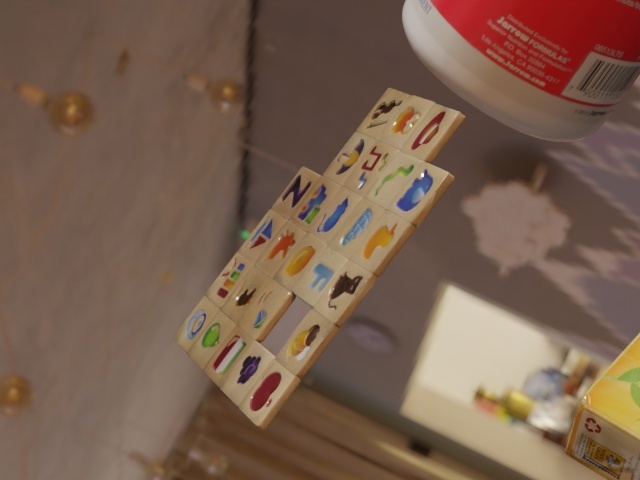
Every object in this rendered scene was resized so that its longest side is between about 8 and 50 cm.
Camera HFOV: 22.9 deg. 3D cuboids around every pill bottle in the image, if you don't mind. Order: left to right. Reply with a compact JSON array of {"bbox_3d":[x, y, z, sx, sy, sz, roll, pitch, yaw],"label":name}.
[{"bbox_3d":[0.265,-0.309,1.433,0.407,0.229,0.229,-57,-4,29],"label":"pill bottle"}]

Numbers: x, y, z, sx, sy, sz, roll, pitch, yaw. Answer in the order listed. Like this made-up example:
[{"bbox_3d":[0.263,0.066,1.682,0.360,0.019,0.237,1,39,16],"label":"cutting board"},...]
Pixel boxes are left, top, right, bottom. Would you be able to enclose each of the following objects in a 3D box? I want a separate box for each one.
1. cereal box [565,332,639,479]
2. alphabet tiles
[{"bbox_3d":[0.264,0.102,0.753,0.173,0.240,0.047,-38,-31,-38],"label":"cereal box"},{"bbox_3d":[0.000,0.000,1.059,0.237,0.009,0.198,-52,24,-2],"label":"alphabet tiles"}]
